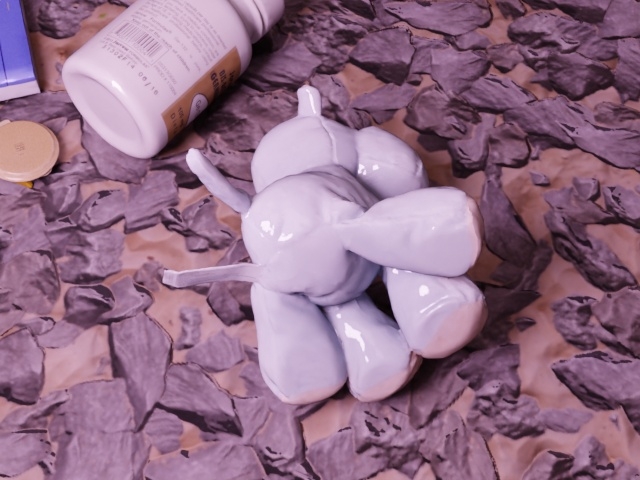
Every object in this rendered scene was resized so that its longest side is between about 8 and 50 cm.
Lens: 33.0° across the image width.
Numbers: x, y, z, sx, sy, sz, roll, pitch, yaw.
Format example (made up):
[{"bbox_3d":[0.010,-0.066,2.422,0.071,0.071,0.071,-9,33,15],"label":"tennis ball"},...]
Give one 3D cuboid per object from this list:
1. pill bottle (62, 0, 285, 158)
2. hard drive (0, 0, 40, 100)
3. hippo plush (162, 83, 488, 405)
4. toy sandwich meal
[{"bbox_3d":[-0.147,-0.205,1.142,0.131,0.131,0.229,34,65,18],"label":"pill bottle"},{"bbox_3d":[-0.487,-0.218,1.198,0.318,0.040,0.210,-14,60,-9],"label":"hard drive"},{"bbox_3d":[0.000,0.000,1.013,0.294,0.234,0.237,10,27,-12],"label":"hippo plush"},{"bbox_3d":[-0.315,-0.090,1.133,0.085,0.029,0.086,3,60,-5],"label":"toy sandwich meal"}]
